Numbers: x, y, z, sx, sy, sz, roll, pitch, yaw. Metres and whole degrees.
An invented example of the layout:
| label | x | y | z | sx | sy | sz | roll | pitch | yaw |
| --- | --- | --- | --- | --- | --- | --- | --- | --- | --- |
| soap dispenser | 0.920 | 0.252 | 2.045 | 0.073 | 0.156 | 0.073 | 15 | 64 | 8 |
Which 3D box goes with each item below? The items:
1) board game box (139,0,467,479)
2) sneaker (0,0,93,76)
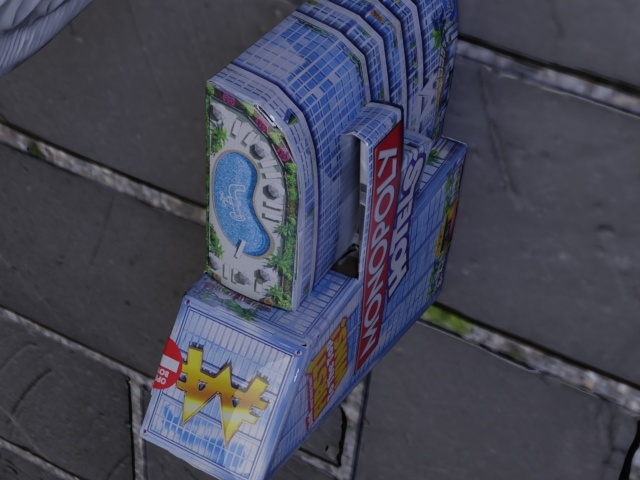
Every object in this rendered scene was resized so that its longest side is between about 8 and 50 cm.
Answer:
| label | x | y | z | sx | sy | sz | roll | pitch | yaw |
| --- | --- | --- | --- | --- | --- | --- | --- | --- | --- |
| board game box | 0.000 | 0.000 | 0.483 | 0.060 | 0.194 | 0.194 | 22 | 134 | 19 |
| sneaker | -0.140 | -0.185 | 0.347 | 0.236 | 0.323 | 0.130 | 40 | 113 | -9 |
